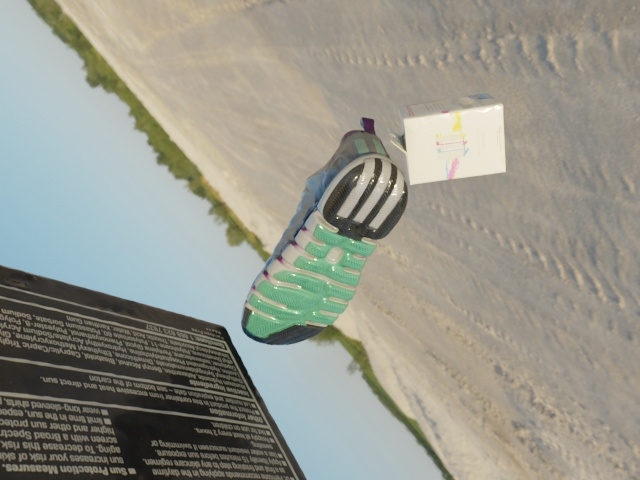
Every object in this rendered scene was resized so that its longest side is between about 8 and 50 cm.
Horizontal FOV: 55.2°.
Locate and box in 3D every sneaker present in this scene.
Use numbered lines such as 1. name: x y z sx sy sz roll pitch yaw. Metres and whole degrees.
1. sneaker: 0.000 0.000 0.545 0.083 0.223 0.098 23 -145 -22

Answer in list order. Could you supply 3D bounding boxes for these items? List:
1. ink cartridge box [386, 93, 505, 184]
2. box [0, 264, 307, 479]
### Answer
1. ink cartridge box: 0.163 -0.135 0.815 0.092 0.143 0.089 -82 -17 -67
2. box: -0.153 0.177 0.339 0.296 0.182 0.294 26 -163 -46
